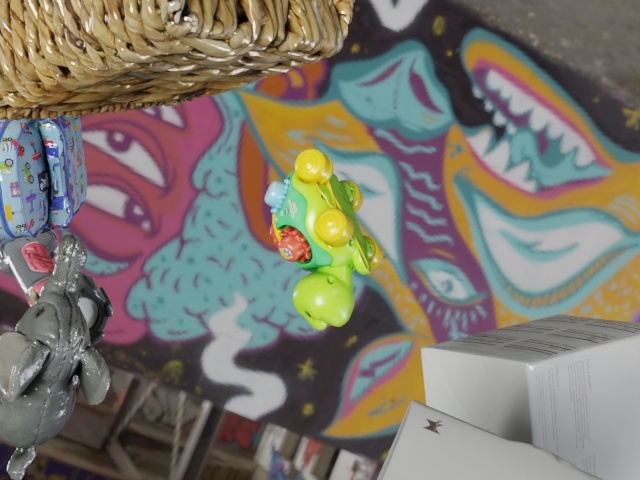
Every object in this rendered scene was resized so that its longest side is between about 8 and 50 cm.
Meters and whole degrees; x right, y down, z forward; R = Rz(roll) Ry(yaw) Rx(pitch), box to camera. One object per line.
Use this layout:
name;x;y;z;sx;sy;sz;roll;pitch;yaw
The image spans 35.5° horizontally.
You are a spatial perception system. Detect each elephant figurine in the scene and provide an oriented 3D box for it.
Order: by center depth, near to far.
elephant figurine;-0.343;0.145;1.249;0.186;0.169;0.239;48;133;-1

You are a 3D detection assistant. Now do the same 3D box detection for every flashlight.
flashlight;-0.392;0.047;1.453;0.103;0.103;0.304;12;-162;-33

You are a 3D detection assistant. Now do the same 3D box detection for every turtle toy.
turtle toy;0.000;0.000;0.726;0.066;0.130;0.095;-23;157;14

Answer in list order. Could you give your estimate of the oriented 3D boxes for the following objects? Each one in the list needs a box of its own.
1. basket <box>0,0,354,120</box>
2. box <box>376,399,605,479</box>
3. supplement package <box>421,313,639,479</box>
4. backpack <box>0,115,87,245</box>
basket;-0.123;-0.247;0.696;0.223;0.299;0.213;-12;178;39
box;0.099;0.213;0.572;0.180;0.119;0.182;22;-152;9
supplement package;0.228;0.186;0.984;0.203;0.194;0.149;-8;-174;-34
backpack;-0.335;-0.072;1.106;0.116;0.158;0.173;-1;-165;0
